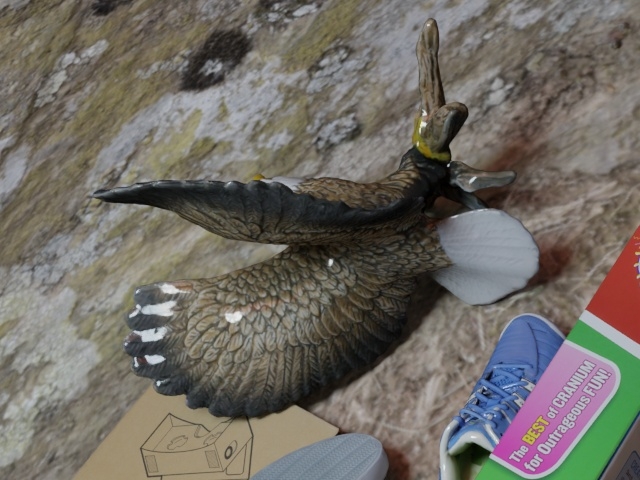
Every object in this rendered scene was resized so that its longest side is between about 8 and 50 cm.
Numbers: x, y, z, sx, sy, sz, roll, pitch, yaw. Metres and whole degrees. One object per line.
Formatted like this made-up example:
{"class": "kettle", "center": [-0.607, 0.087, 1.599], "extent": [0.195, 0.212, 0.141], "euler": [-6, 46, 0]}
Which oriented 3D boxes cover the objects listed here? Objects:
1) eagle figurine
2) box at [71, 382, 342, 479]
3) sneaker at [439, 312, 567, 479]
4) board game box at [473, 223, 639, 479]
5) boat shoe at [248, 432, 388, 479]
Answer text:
{"class": "eagle figurine", "center": [-0.007, -0.001, 1.098], "extent": [0.298, 0.226, 0.225], "euler": [-32, 8, -30]}
{"class": "box", "center": [-0.097, 0.182, 1.145], "extent": [0.201, 0.021, 0.164], "euler": [23, 68, 45]}
{"class": "sneaker", "center": [0.132, 0.134, 0.987], "extent": [0.080, 0.081, 0.211], "euler": [-8, 47, 30]}
{"class": "board game box", "center": [0.228, 0.102, 0.832], "extent": [0.064, 0.242, 0.316], "euler": [18, 64, 43]}
{"class": "boat shoe", "center": [-0.039, 0.229, 1.026], "extent": [0.226, 0.076, 0.083], "euler": [-33, 31, -19]}
